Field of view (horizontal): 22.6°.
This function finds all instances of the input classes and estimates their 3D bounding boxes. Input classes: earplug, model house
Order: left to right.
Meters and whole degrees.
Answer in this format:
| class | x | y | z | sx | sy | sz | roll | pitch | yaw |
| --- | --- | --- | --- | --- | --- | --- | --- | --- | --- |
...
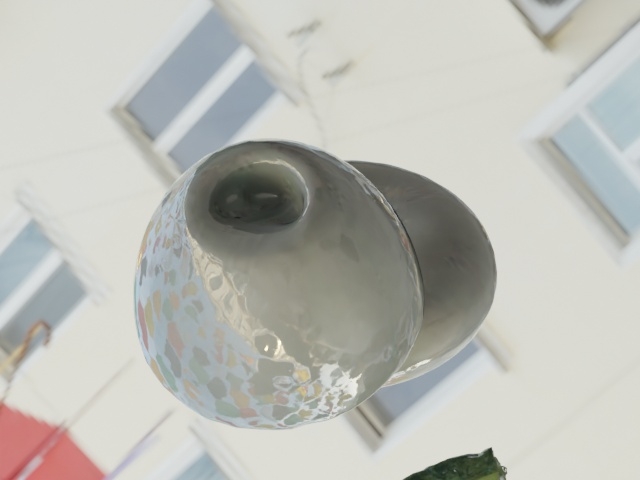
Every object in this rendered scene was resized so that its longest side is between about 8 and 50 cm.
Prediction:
| class | x | y | z | sx | sy | sz | roll | pitch | yaw |
| --- | --- | --- | --- | --- | --- | --- | --- | --- | --- |
| earplug | -0.002 | 0.012 | 1.057 | 0.214 | 0.175 | 0.325 | 14 | -167 | 18 |
| model house | 0.088 | 0.183 | 1.040 | 0.066 | 0.083 | 0.079 | -102 | -11 | -49 |
